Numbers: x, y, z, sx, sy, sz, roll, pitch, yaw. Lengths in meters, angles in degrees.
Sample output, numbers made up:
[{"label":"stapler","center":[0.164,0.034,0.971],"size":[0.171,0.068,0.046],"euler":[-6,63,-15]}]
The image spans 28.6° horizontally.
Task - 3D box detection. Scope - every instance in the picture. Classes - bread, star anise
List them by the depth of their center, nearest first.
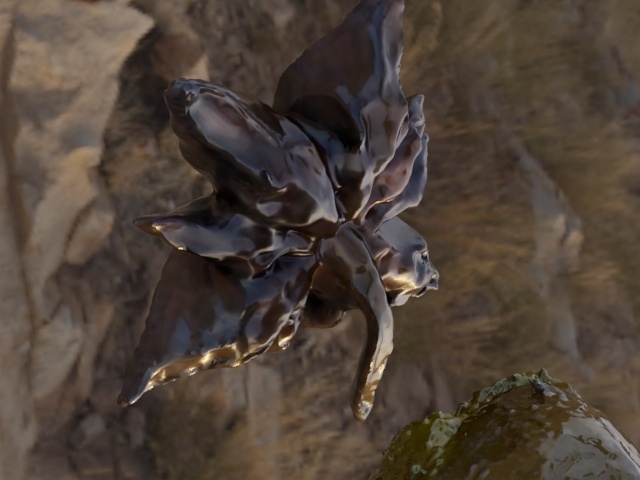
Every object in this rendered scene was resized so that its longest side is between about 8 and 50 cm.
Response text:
[{"label":"bread","center":[0.094,0.199,0.782],"size":[0.176,0.246,0.195],"euler":[48,4,13]},{"label":"star anise","center":[-0.003,-0.001,0.853],"size":[0.292,0.109,0.350],"euler":[-3,121,-34]}]
